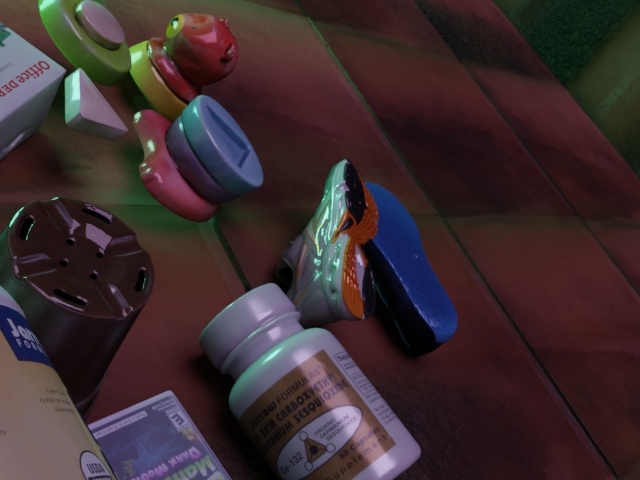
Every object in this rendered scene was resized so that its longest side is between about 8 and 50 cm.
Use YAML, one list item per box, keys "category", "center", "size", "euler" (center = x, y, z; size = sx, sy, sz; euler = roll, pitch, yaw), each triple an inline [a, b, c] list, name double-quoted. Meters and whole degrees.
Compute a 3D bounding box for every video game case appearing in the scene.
- category: "video game case"
  center: [-0.155, 0.231, 0.739]
  size: [0.173, 0.022, 0.190]
  euler: [52, 34, 16]

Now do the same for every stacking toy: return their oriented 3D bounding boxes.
- category: "stacking toy"
  center: [-0.181, -0.196, 1.024]
  size: [0.279, 0.130, 0.309]
  euler: [37, 26, -53]

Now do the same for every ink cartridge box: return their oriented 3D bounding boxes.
- category: "ink cartridge box"
  center: [-0.406, -0.185, 0.898]
  size: [0.219, 0.092, 0.160]
  euler: [35, 34, -9]

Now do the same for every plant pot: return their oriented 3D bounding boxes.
- category: "plant pot"
  center: [-0.232, 0.061, 0.726]
  size: [0.167, 0.165, 0.167]
  euler: [28, 35, -21]

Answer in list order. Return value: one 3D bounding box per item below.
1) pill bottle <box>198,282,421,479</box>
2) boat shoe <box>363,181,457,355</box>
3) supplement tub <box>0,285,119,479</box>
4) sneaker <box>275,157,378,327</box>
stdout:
- category: "pill bottle"
  center: [-0.017, 0.162, 0.860]
  size: [0.229, 0.131, 0.131]
  euler: [51, 34, 15]
- category: "boat shoe"
  center: [0.089, 0.039, 1.158]
  size: [0.109, 0.089, 0.258]
  euler: [2, 53, -29]
- category: "supplement tub"
  center: [-0.257, 0.158, 0.530]
  size: [0.228, 0.228, 0.316]
  euler: [-13, 61, -51]
- category: "sneaker"
  center: [0.000, 0.000, 1.069]
  size: [0.099, 0.121, 0.262]
  euler: [54, 28, -34]
